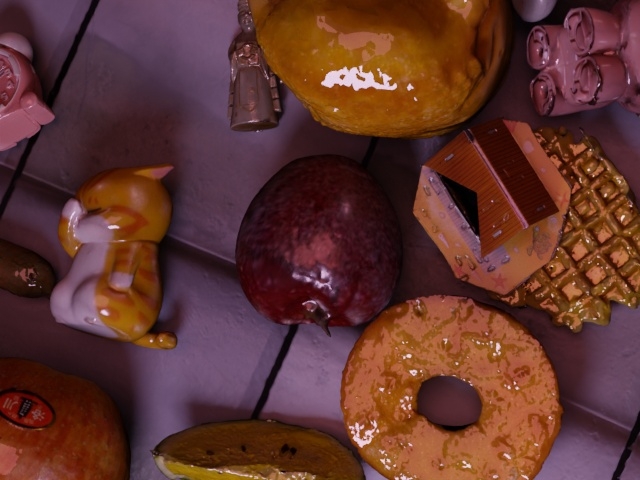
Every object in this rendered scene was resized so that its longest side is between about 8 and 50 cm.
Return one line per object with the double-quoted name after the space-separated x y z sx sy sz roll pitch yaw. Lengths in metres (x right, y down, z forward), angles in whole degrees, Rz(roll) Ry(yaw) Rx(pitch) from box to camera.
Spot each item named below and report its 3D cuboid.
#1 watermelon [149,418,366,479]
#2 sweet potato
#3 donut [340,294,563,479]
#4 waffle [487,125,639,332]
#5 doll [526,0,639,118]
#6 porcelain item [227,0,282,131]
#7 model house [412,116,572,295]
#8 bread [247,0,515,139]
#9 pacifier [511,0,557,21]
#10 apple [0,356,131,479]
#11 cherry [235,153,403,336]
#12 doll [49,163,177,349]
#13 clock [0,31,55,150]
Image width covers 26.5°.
-0.082 0.312 1.896 0.301 0.129 0.123 6 85 7 "watermelon"
-0.518 0.023 2.060 0.273 0.075 0.075 17 85 16 "sweet potato"
0.180 0.220 1.870 0.303 0.110 0.303 -1 84 10 "donut"
0.342 -0.016 1.900 0.262 0.060 0.280 12 85 11 "waffle"
0.451 -0.253 1.862 0.268 0.216 0.284 -3 88 -24 "doll"
-0.102 -0.272 2.030 0.084 0.054 0.213 -4 80 10 "porcelain item"
0.230 -0.046 1.826 0.207 0.136 0.219 -31 80 10 "model house"
0.077 -0.256 1.838 0.361 0.394 0.250 4 98 9 "bread"
0.331 -0.397 1.880 0.227 0.279 0.207 20 101 -30 "pacifier"
-0.411 0.286 1.900 0.309 0.277 0.250 39 77 -11 "apple"
0.000 0.000 1.895 0.230 0.203 0.300 -3 57 19 "cherry"
-0.296 0.020 1.972 0.166 0.162 0.270 0 86 42 "doll"
-0.500 -0.226 2.090 0.166 0.093 0.162 -29 68 6 "clock"
